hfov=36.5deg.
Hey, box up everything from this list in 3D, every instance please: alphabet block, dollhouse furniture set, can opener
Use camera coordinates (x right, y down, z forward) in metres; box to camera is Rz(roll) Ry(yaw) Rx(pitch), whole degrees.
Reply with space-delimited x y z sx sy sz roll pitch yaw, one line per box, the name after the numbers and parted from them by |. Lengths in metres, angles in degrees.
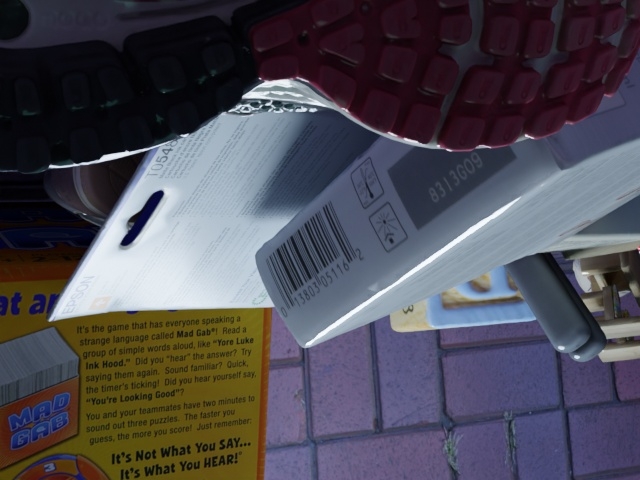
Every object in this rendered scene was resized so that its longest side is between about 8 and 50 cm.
0.227 0.049 1.595 0.193 0.192 0.197 -1 173 -14 | alphabet block
0.394 0.003 1.184 0.161 0.212 0.242 -10 150 24 | dollhouse furniture set
0.223 0.035 1.141 0.095 0.283 0.076 -42 137 20 | can opener

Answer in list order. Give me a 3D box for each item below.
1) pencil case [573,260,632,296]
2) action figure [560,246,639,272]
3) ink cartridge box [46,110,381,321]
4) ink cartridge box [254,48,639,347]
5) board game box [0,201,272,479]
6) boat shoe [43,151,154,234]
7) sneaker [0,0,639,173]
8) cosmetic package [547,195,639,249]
0.688 0.020 1.837 0.183 0.160 0.410 -13 180 -34 | pencil case
0.482 -0.022 1.499 0.341 0.179 0.330 16 169 7 | action figure
-0.070 -0.029 0.719 0.224 0.045 0.223 0 139 -45 | ink cartridge box
0.179 -0.065 0.706 0.385 0.091 0.308 -21 168 -35 | ink cartridge box
-0.284 0.158 0.970 0.356 0.356 0.356 -2 -169 -27 | board game box
-0.104 -0.045 0.835 0.092 0.103 0.285 1 179 40 | boat shoe
-0.012 -0.101 0.347 0.299 0.121 0.112 -4 -156 -17 | sneaker
0.166 -0.045 0.964 0.309 0.113 0.160 -2 174 -31 | cosmetic package
